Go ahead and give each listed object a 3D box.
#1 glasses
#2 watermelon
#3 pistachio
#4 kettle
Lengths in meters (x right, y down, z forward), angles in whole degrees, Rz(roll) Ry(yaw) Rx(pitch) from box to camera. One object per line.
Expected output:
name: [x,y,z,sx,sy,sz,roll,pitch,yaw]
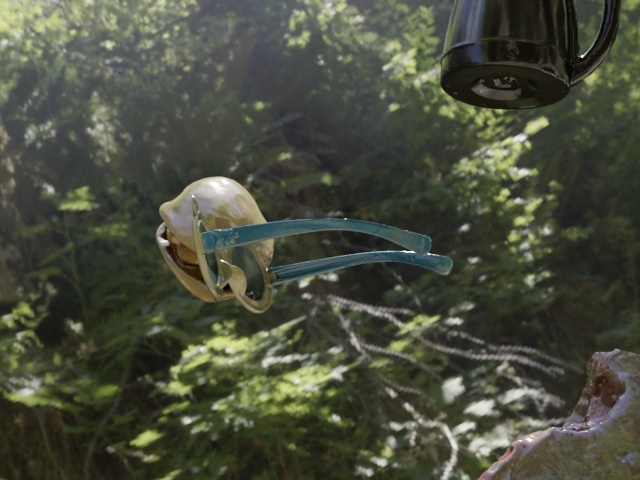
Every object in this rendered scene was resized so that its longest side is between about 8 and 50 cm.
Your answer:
glasses: [-0.002,0.030,0.814,0.221,0.088,0.189,8,-10,17]
watermelon: [0.243,0.213,0.751,0.318,0.226,0.148,-21,-47,5]
pistachio: [-0.181,0.001,1.585,0.214,0.318,0.193,5,-64,-16]
kettle: [0.319,-0.369,1.415,0.251,0.271,0.207,-5,-15,43]
